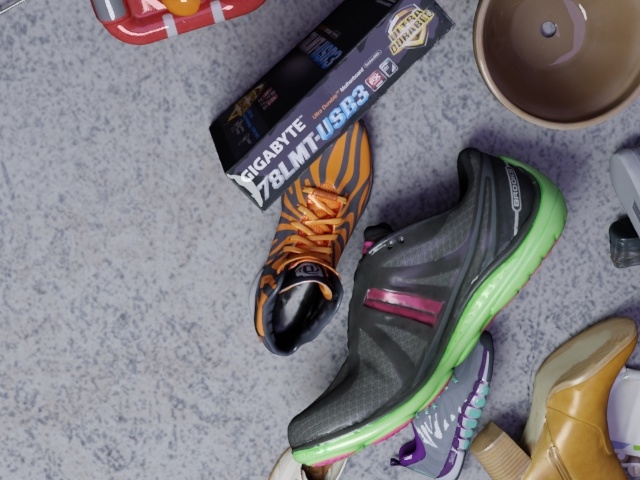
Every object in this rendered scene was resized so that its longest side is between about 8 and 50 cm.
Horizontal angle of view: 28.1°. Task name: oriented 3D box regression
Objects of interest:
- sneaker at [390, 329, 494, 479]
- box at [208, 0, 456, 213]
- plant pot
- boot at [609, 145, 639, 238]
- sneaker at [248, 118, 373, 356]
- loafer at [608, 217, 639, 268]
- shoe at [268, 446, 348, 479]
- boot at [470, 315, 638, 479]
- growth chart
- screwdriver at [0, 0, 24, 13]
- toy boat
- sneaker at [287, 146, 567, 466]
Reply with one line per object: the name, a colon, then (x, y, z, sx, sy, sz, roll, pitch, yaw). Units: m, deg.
sneaker: (0.165, 0.220, 1.723, 0.098, 0.083, 0.223, 14, 102, -5)
box: (0.002, -0.186, 1.497, 0.293, 0.295, 0.073, -45, 106, 6)
plant pot: (0.300, -0.263, 1.608, 0.237, 0.110, 0.237, -2, 104, -7)
boot: (0.474, -0.023, 1.635, 0.123, 0.095, 0.258, -13, 61, -6)
sneaker: (0.000, 0.000, 1.599, 0.124, 0.180, 0.321, 13, 101, -10)
loafer: (0.470, -0.001, 1.722, 0.170, 0.062, 0.061, -5, 127, -1)
shoe: (-0.008, 0.300, 1.731, 0.076, 0.058, 0.219, 30, 98, -12)
boot: (0.367, 0.264, 1.739, 0.295, 0.104, 0.211, -43, 107, 4)
growth chart: (0.463, 0.257, 1.795, 0.237, 0.021, 0.172, 17, 101, -10)
screwdriver: (-0.333, -0.317, 1.570, 0.170, 0.024, 0.025, -24, 74, 2)
toy boat: (-0.162, -0.309, 1.512, 0.231, 0.151, 0.151, -18, 120, -2)
sneaker: (0.108, 0.084, 1.635, 0.202, 0.185, 0.483, 39, 79, 4)
